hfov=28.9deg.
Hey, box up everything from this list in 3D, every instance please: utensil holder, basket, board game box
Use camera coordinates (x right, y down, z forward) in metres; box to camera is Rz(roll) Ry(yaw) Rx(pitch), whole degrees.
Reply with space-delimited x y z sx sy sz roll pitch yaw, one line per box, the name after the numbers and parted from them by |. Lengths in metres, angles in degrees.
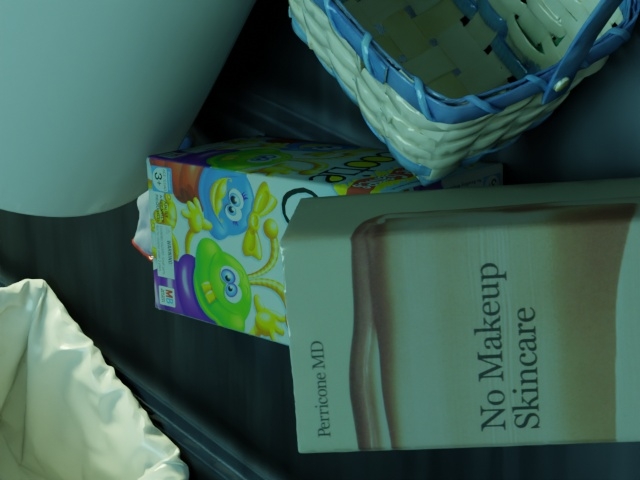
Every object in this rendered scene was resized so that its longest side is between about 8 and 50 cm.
-0.202 -0.257 1.032 0.327 0.327 0.385 52 134 20 | utensil holder
-0.384 0.273 1.371 0.331 0.328 0.266 48 134 24 | basket
0.086 -0.196 0.824 0.255 0.201 0.289 54 164 17 | basket
0.000 0.000 1.032 0.275 0.144 0.142 11 109 42 | board game box

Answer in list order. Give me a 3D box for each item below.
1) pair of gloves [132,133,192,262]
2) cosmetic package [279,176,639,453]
-0.124 -0.013 1.239 0.198 0.023 0.159 40 129 30 | pair of gloves
0.130 0.046 0.820 0.296 0.129 0.153 -5 103 7 | cosmetic package
